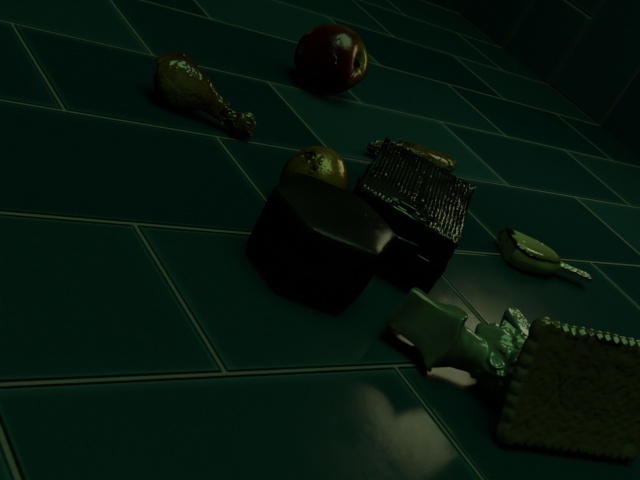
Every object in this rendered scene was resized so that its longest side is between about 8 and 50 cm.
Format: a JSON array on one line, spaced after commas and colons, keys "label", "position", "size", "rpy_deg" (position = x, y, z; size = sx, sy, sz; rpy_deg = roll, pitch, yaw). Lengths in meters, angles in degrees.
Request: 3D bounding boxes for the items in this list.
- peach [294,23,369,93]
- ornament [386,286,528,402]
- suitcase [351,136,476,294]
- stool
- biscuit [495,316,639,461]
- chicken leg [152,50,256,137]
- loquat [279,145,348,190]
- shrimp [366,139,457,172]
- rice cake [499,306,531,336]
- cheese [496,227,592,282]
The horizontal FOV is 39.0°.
[{"label": "peach", "position": [0.020, -0.478, 2.386], "size": [0.197, 0.197, 0.197], "rpy_deg": [24, 26, -13]}, {"label": "ornament", "position": [0.243, 0.178, 1.495], "size": [0.285, 0.130, 0.120], "rpy_deg": [21, 9, -1]}, {"label": "suitcase", "position": [0.167, -0.050, 1.792], "size": [0.229, 0.152, 0.335], "rpy_deg": [29, 28, 1]}, {"label": "stool", "position": [0.000, 0.000, 1.525], "size": [0.232, 0.141, 0.232], "rpy_deg": [23, 27, -13]}, {"label": "biscuit", "position": [0.430, 0.245, 1.468], "size": [0.324, 0.217, 0.044], "rpy_deg": [13, 9, -30]}, {"label": "chicken leg", "position": [-0.239, -0.295, 1.869], "size": [0.251, 0.107, 0.087], "rpy_deg": [32, 7, -14]}, {"label": "loquat", "position": [-0.011, -0.108, 1.716], "size": [0.141, 0.141, 0.141], "rpy_deg": [24, 26, -13]}, {"label": "shrimp", "position": [0.219, -0.218, 2.258], "size": [0.294, 0.062, 0.154], "rpy_deg": [8, 21, -43]}, {"label": "rice cake", "position": [0.367, 0.214, 1.589], "size": [0.040, 0.085, 0.226], "rpy_deg": [13, 29, -24]}, {"label": "cheese", "position": [0.529, 0.048, 2.100], "size": [0.251, 0.054, 0.127], "rpy_deg": [21, 26, -20]}]
